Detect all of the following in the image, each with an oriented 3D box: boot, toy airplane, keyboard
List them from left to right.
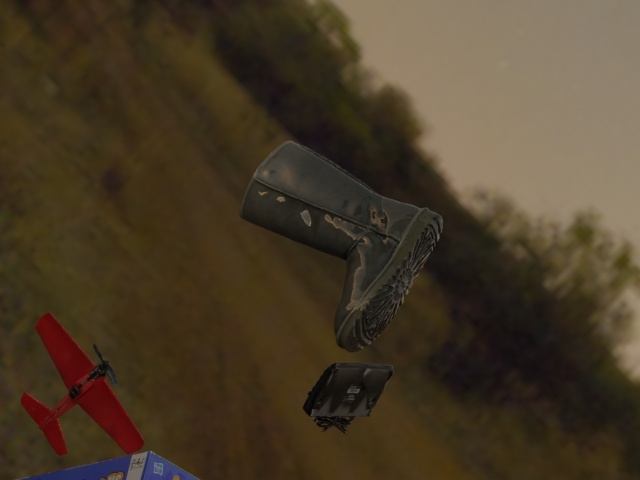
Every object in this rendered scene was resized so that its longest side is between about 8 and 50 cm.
[{"bbox_3d":[-0.224,0.140,1.642,0.151,0.151,0.028,46,46,14],"label":"toy airplane"},{"bbox_3d":[0.000,0.002,1.894,0.208,0.190,0.076,25,-25,23],"label":"boot"},{"bbox_3d":[0.021,0.186,2.232,0.038,0.100,0.192,33,8,25],"label":"keyboard"}]

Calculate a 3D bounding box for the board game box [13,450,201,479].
[{"bbox_3d":[-0.149,0.354,2.012,0.233,0.078,0.347,-16,-41,41],"label":"board game box"}]
